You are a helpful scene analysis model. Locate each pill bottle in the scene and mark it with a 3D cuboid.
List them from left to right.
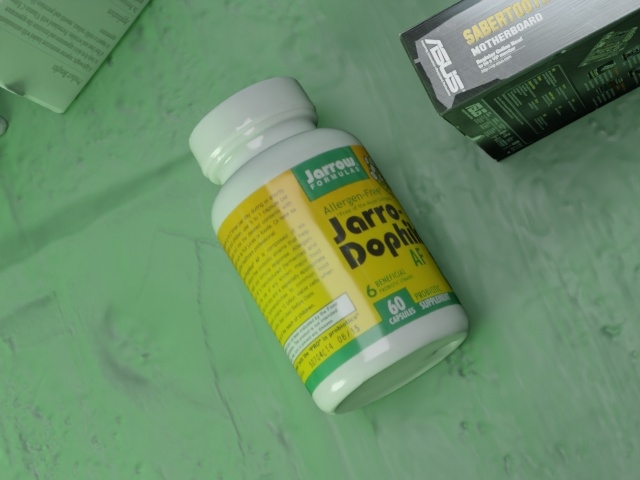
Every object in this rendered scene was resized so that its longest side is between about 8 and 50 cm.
[{"bbox_3d":[0.000,0.000,1.115,0.118,0.117,0.208,-33,75,9],"label":"pill bottle"}]

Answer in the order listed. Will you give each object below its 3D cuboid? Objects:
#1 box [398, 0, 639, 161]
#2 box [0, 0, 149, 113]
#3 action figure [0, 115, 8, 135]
[{"bbox_3d":[0.159,-0.126,1.027,0.183,0.231,0.056,-29,80,11],"label":"box"},{"bbox_3d":[-0.242,-0.199,1.172,0.182,0.181,0.119,39,94,16],"label":"box"},{"bbox_3d":[-0.288,-0.078,1.144,0.063,0.232,0.137,12,87,16],"label":"action figure"}]
